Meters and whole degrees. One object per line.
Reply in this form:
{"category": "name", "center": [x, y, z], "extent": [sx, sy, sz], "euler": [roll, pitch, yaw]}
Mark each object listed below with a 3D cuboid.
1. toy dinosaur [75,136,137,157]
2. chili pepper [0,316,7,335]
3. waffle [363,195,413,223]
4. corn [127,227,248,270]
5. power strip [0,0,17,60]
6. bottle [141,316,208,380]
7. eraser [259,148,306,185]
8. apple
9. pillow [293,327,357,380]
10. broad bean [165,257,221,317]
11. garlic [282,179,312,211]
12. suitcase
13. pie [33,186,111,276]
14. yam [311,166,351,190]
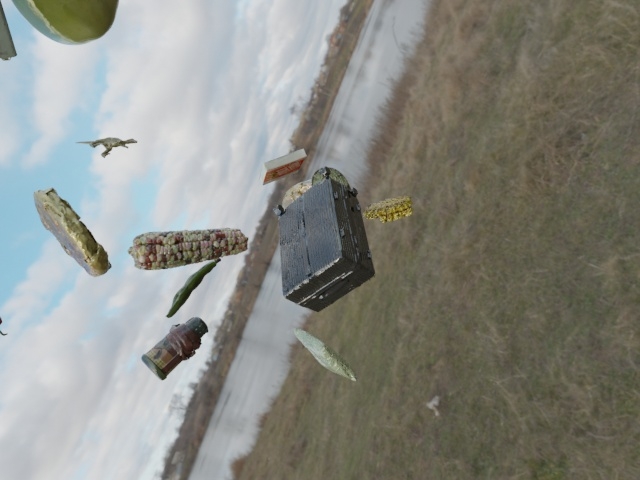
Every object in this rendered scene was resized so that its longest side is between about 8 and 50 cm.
{"category": "toy dinosaur", "center": [-0.705, -0.327, 1.557], "extent": [0.126, 0.162, 0.039], "euler": [-44, -31, -43]}
{"category": "chili pepper", "center": [-0.949, 0.199, 1.323], "extent": [0.059, 0.191, 0.050], "euler": [-8, 28, 37]}
{"category": "waffle", "center": [0.260, -0.117, 1.822], "extent": [0.193, 0.197, 0.070], "euler": [-64, -40, -74]}
{"category": "corn", "center": [-0.307, 0.011, 1.118], "extent": [0.092, 0.280, 0.092], "euler": [25, 120, 55]}
{"category": "power strip", "center": [-0.849, -0.595, 1.208], "extent": [0.027, 0.060, 0.253], "euler": [45, 142, 41]}
{"category": "bottle", "center": [-0.574, 0.418, 1.885], "extent": [0.271, 0.156, 0.143], "euler": [-44, -13, -24]}
{"category": "eraser", "center": [-0.146, -0.272, 1.765], "extent": [0.038, 0.157, 0.230], "euler": [67, 167, 2]}
{"category": "apple", "center": [-0.901, -0.875, 1.636], "extent": [0.357, 0.357, 0.357], "euler": [-159, 90, -86]}
{"category": "pillow", "center": [0.014, 0.535, 2.198], "extent": [0.076, 0.281, 0.274], "euler": [-50, 31, -18]}
{"category": "broad bean", "center": [-0.466, 0.160, 1.712], "extent": [0.297, 0.043, 0.060], "euler": [-53, -28, -26]}
{"category": "garlic", "center": [-0.059, -0.185, 2.137], "extent": [0.229, 0.178, 0.143], "euler": [-29, 11, 25]}
{"category": "suitcase", "center": [0.000, 0.000, 1.288], "extent": [0.229, 0.152, 0.335], "euler": [-37, 40, 29]}
{"category": "pie", "center": [-0.780, -0.022, 1.480], "extent": [0.083, 0.339, 0.339], "euler": [-40, -12, -30]}
{"category": "yam", "center": [0.049, -0.162, 1.721], "extent": [0.254, 0.154, 0.154], "euler": [69, -140, -74]}
